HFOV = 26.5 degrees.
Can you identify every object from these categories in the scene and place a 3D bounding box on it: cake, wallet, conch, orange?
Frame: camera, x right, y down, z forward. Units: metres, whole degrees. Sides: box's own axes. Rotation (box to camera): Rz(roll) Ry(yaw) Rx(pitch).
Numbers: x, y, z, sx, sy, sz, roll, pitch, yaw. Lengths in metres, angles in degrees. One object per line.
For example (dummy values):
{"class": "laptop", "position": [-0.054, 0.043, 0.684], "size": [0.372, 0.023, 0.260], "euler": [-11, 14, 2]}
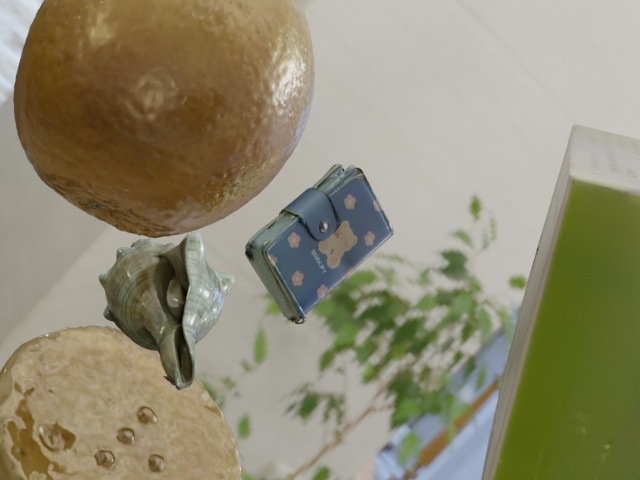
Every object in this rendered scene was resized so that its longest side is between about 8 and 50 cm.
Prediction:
{"class": "cake", "position": [-0.297, 0.302, 1.578], "size": [0.332, 0.321, 0.332], "euler": [24, 40, -23]}
{"class": "wallet", "position": [0.000, 0.000, 1.846], "size": [0.059, 0.202, 0.141], "euler": [7, -47, 53]}
{"class": "conch", "position": [-0.143, 0.055, 1.381], "size": [0.114, 0.137, 0.234], "euler": [19, 4, -43]}
{"class": "orange", "position": [-0.114, -0.119, 1.015], "size": [0.236, 0.236, 0.236], "euler": [43, 6, -6]}

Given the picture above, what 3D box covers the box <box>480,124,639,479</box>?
{"class": "box", "position": [0.116, 0.047, 0.597], "size": [0.062, 0.175, 0.260], "euler": [15, 11, 7]}
